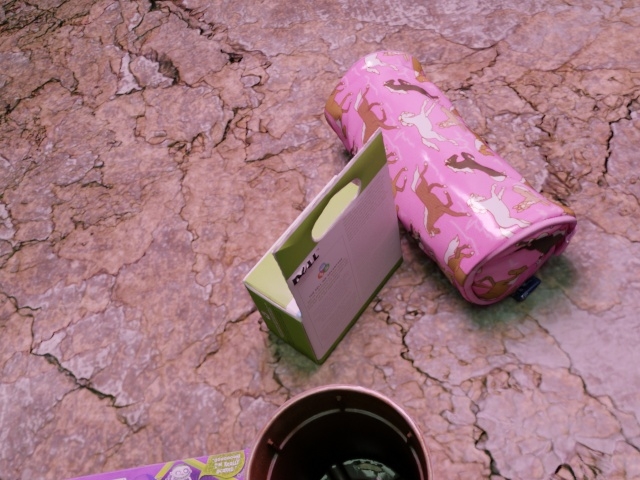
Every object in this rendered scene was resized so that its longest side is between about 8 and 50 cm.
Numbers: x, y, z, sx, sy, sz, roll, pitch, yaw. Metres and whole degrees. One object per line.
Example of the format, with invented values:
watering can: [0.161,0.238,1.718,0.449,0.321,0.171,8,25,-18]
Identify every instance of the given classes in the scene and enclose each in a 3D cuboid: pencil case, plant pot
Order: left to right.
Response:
plant pot: [0.027,0.248,0.590,0.166,0.165,0.167,-6,55,8]
pencil case: [0.155,-0.098,0.807,0.160,0.167,0.386,-47,53,19]

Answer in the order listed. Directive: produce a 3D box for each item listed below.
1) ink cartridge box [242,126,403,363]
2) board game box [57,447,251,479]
ink cartridge box: [0.000,0.000,0.712,0.097,0.255,0.189,29,66,28]
board game box: [-0.222,0.354,0.649,0.346,0.056,0.208,-11,58,5]
